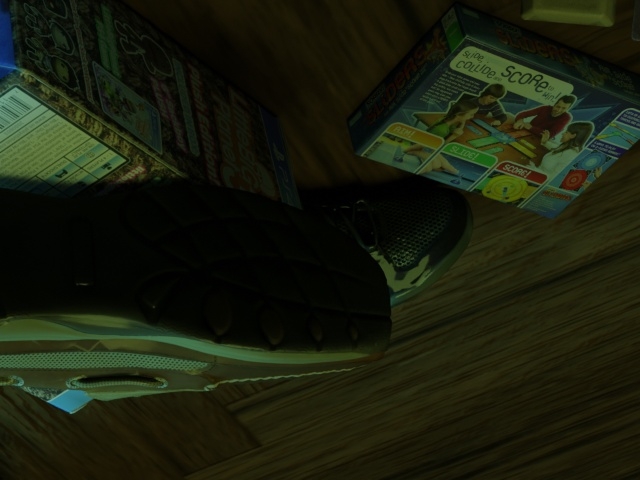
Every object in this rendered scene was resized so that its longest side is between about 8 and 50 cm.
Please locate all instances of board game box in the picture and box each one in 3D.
[{"bbox_3d":[-0.189,-0.038,1.210,0.232,0.141,0.291,-31,140,22],"label":"board game box"},{"bbox_3d":[0.139,-0.091,1.333,0.201,0.035,0.136,17,134,-34],"label":"board game box"}]

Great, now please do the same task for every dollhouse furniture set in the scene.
[{"bbox_3d":[0.201,-0.186,1.252,0.114,0.091,0.081,6,-174,10],"label":"dollhouse furniture set"}]

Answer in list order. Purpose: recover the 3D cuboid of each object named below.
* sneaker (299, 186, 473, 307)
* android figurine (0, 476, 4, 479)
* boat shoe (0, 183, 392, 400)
[{"bbox_3d":[0.000,0.000,1.363,0.227,0.087,0.130,-15,150,11],"label":"sneaker"},{"bbox_3d":[-0.364,0.311,1.570,0.248,0.056,0.273,-36,166,-48],"label":"android figurine"},{"bbox_3d":[-0.120,0.040,1.130,0.324,0.123,0.120,7,144,-13],"label":"boat shoe"}]
